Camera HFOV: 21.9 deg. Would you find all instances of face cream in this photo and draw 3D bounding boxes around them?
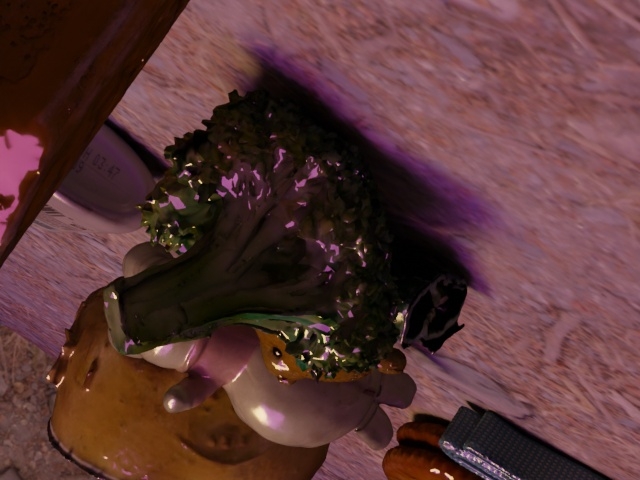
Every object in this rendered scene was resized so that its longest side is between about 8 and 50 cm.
[{"bbox_3d":[-0.262,-0.066,1.471,0.163,0.080,0.336,38,165,-21],"label":"face cream"}]

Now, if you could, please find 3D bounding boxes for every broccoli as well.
[{"bbox_3d":[-0.052,0.014,1.038,0.194,0.194,0.220,22,130,39],"label":"broccoli"}]

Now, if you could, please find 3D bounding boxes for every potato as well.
[{"bbox_3d":[-0.097,0.121,1.565,0.246,0.196,0.299,30,-165,25],"label":"potato"}]

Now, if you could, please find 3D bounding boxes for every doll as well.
[{"bbox_3d":[-0.051,0.093,1.376,0.275,0.155,0.113,24,167,-1],"label":"doll"},{"bbox_3d":[-0.021,0.054,1.267,0.137,0.097,0.209,18,-172,-22],"label":"doll"}]

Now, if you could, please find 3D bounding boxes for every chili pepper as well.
[{"bbox_3d":[0.000,0.000,1.182,0.227,0.059,0.088,32,-171,29],"label":"chili pepper"}]

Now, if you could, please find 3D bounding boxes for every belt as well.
[{"bbox_3d":[0.190,0.215,1.477,0.179,0.065,0.100,32,158,11],"label":"belt"}]

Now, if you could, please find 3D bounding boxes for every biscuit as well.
[{"bbox_3d":[0.162,0.258,1.660,0.220,0.066,0.220,30,165,9],"label":"biscuit"}]

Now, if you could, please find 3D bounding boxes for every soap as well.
[{"bbox_3d":[-0.119,-0.087,0.720,0.080,0.258,0.160,34,166,-4],"label":"soap"}]
